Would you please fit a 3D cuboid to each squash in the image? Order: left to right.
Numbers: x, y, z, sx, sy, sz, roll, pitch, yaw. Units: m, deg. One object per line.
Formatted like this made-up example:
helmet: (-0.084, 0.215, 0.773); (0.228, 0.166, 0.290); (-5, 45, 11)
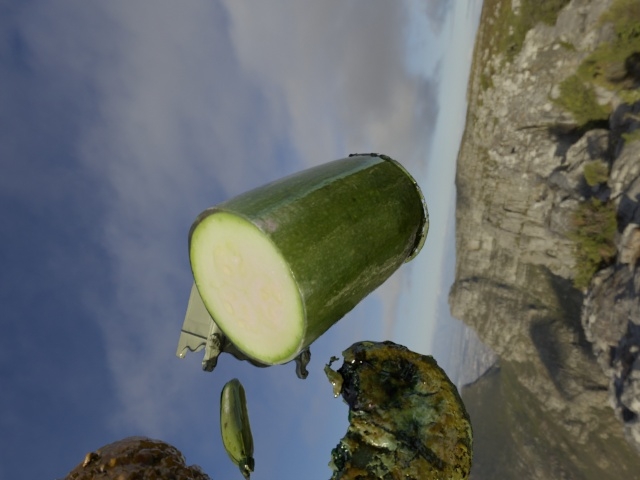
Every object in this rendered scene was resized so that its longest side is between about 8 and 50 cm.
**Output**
squash: (-0.241, 0.537, 1.199); (0.341, 0.095, 0.094); (-122, 25, -57)
squash: (0.000, 0.000, 0.740); (0.385, 0.263, 0.262); (-30, -52, -43)

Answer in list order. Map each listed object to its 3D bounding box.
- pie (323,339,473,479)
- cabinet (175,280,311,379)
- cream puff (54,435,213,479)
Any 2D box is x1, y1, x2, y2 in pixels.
pie: (0.148, 0.371, 0.826); (0.078, 0.297, 0.370); (90, -176, -50)
cabinet: (-0.175, 0.169, 1.078); (0.290, 0.228, 0.317); (19, -106, -36)
cream puff: (-0.280, 0.473, 0.653); (0.231, 0.327, 0.342); (-48, 38, 36)
